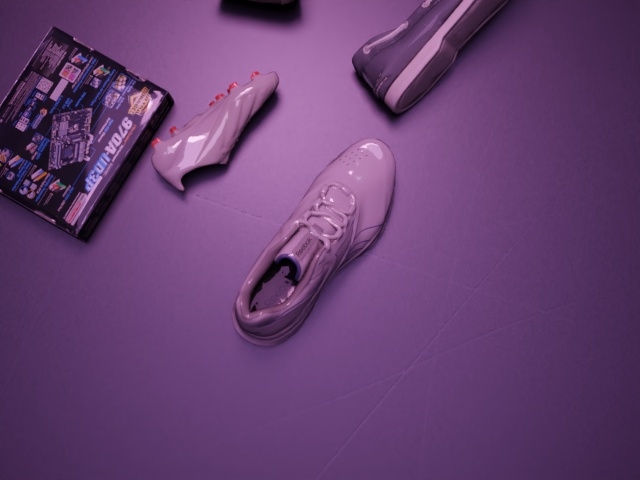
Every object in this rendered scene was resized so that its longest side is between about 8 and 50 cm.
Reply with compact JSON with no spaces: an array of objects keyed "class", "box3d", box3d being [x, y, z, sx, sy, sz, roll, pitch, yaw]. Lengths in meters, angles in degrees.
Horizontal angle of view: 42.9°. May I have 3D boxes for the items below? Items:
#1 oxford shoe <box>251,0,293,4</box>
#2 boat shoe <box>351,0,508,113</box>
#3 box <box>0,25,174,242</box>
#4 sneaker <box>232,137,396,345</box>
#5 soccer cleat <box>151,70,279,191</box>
[{"class":"oxford shoe","box3d":[-0.121,-0.515,1.034,0.130,0.169,0.449,-10,87,-1]},{"class":"boat shoe","box3d":[0.165,-0.309,1.015,0.099,0.116,0.319,43,99,16]},{"class":"box","box3d":[-0.319,-0.135,1.035,0.175,0.051,0.220,29,83,4]},{"class":"sneaker","box3d":[0.000,0.000,0.979,0.111,0.129,0.297,32,82,6]},{"class":"soccer cleat","box3d":[-0.125,-0.141,1.034,0.196,0.068,0.076,-37,99,-4]}]
